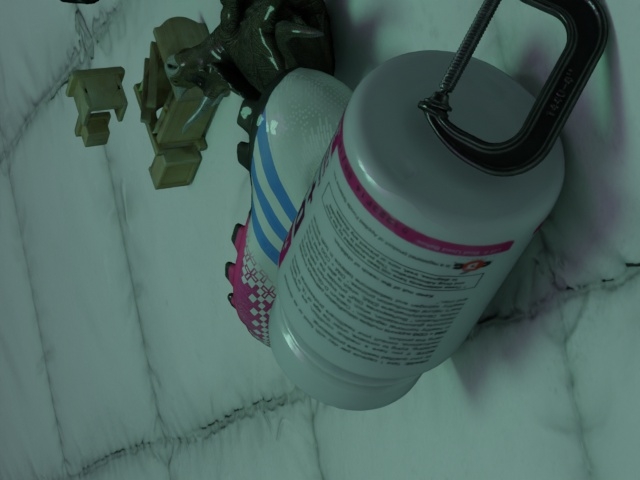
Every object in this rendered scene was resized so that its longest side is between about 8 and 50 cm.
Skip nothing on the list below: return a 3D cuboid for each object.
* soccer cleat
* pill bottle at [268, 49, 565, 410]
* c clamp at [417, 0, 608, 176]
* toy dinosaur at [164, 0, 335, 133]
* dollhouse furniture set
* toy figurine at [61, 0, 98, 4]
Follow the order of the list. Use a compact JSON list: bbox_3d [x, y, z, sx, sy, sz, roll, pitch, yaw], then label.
[{"bbox_3d":[0.000,0.000,1.491,0.143,0.116,0.331,29,144,22],"label":"soccer cleat"},{"bbox_3d":[0.058,0.004,1.294,0.283,0.160,0.160,116,139,-52],"label":"pill bottle"},{"bbox_3d":[0.119,-0.127,1.166,0.161,0.137,0.022,-67,-18,-3],"label":"c clamp"},{"bbox_3d":[-0.034,-0.178,1.539,0.313,0.121,0.160,16,124,59],"label":"toy dinosaur"},{"bbox_3d":[-0.206,-0.139,1.842,0.182,0.161,0.101,121,135,-54],"label":"dollhouse furniture set"},{"bbox_3d":[-0.266,-0.374,1.819,0.209,0.213,0.148,-60,0,-41],"label":"toy figurine"}]
